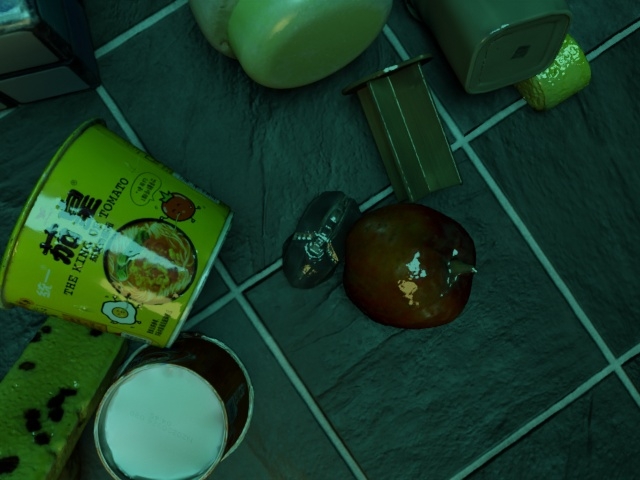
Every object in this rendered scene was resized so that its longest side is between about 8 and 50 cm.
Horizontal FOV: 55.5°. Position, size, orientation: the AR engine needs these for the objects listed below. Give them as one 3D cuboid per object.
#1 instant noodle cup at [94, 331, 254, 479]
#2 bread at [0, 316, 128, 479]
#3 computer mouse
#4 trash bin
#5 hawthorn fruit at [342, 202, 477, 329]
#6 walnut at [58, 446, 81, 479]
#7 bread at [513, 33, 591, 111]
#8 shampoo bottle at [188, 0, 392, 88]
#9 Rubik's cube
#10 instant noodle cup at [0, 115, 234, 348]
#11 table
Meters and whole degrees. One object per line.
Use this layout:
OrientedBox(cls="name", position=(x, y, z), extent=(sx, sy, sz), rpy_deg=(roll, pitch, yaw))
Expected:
OrientedBox(cls="instant noodle cup", position=(-0.235, 0.278, 0.980), extent=(0.251, 0.192, 0.250), rpy_deg=(0, 87, -4))
OrientedBox(cls="bread", position=(-0.416, 0.250, 0.907), extent=(0.138, 0.361, 0.077), rpy_deg=(18, 124, -4))
OrientedBox(cls="computer mouse", position=(0.000, 0.000, 1.074), extent=(0.106, 0.062, 0.192), rpy_deg=(32, 87, -1))
OrientedBox(cls="trash bin", position=(0.275, -0.401, 1.007), extent=(0.220, 0.219, 0.250), rpy_deg=(-19, 68, -1))
OrientedBox(cls="hawthorn fruit", position=(0.151, 0.042, 0.989), extent=(0.215, 0.250, 0.215), rpy_deg=(-2, 93, -30))
OrientedBox(cls="walnut", position=(-0.479, 0.368, 0.957), extent=(0.214, 0.213, 0.213), rpy_deg=(0, 87, -3))
OrientedBox(cls="bread", position=(0.415, -0.309, 1.096), extent=(0.114, 0.111, 0.129), rpy_deg=(-39, 85, 4))
OrientedBox(cls="shampoo bottle", position=(-0.060, -0.433, 0.966), extent=(0.323, 0.322, 0.317), rpy_deg=(-26, 83, -4))
OrientedBox(cls="Rubik's cube", position=(-0.564, -0.389, 0.940), extent=(0.314, 0.316, 0.318), rpy_deg=(-14, 89, -4))
OrientedBox(cls="instant noodle cup", position=(-0.299, 0.007, 0.949), extent=(0.254, 0.325, 0.325), rpy_deg=(26, 86, -11))
OrientedBox(cls="table", position=(0.153, -0.184, 1.057), extent=(0.167, 0.167, 0.226), rpy_deg=(-22, 97, -4))
